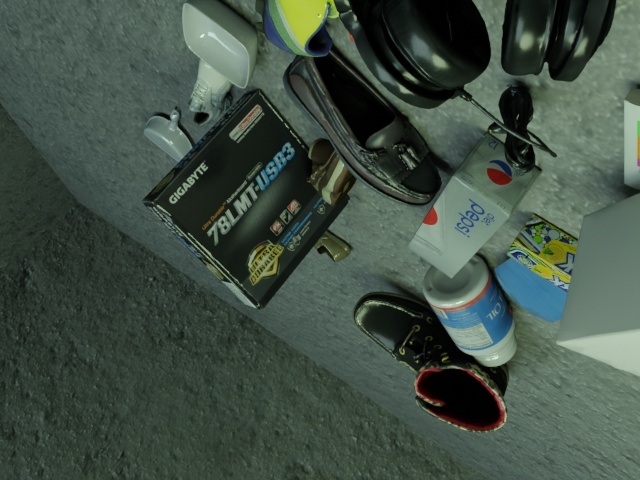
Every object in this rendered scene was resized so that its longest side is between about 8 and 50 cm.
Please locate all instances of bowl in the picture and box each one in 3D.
[{"bbox_3d":[-0.160,-0.335,1.179,0.142,0.053,0.142,37,160,3],"label":"bowl"}]

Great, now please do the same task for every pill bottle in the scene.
[{"bbox_3d":[0.285,0.134,1.315,0.124,0.124,0.221,17,152,47],"label":"pill bottle"}]

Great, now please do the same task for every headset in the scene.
[{"bbox_3d":[0.161,-0.224,0.691,0.243,0.185,0.394,-7,137,24],"label":"headset"}]

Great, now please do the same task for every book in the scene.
[{"bbox_3d":[0.380,-0.098,0.772,0.096,0.035,0.144,26,160,36],"label":"book"}]

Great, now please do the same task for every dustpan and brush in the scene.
[{"bbox_3d":[-0.361,-0.262,1.717,0.147,0.060,0.211,38,168,-2],"label":"dustpan and brush"}]

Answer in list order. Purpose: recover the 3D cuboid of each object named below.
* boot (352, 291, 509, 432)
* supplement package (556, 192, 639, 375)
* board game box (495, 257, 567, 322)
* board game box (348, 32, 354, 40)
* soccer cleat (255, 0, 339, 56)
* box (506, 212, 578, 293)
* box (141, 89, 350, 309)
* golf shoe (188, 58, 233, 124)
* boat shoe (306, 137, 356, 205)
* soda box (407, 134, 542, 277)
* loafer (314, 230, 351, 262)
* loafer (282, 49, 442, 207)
[{"bbox_3d":[0.225,0.245,1.473,0.377,0.138,0.284,33,-169,6],"label":"boot"},{"bbox_3d":[0.415,0.044,0.740,0.177,0.175,0.293,21,163,-10],"label":"supplement package"},{"bbox_3d":[0.364,0.066,1.161,0.133,0.033,0.169,43,156,4],"label":"board game box"},{"bbox_3d":[0.063,-0.310,0.846,0.092,0.043,0.181,27,158,31],"label":"board game box"},{"bbox_3d":[-0.019,-0.335,0.886,0.121,0.093,0.289,26,160,7],"label":"soccer cleat"},{"bbox_3d":[0.365,0.036,1.047,0.168,0.059,0.054,34,162,15],"label":"box"},{"bbox_3d":[-0.128,-0.074,1.335,0.293,0.295,0.073,50,158,-26],"label":"box"},{"bbox_3d":[-0.214,-0.280,1.352,0.069,0.086,0.176,36,159,13],"label":"golf shoe"},{"bbox_3d":[0.017,-0.136,1.244,0.095,0.095,0.257,41,161,5],"label":"boat shoe"},{"bbox_3d":[0.223,-0.042,1.083,0.098,0.091,0.286,37,160,7],"label":"soda box"},{"bbox_3d":[0.000,0.000,1.638,0.148,0.050,0.056,31,159,21],"label":"loafer"},{"bbox_3d":[0.070,-0.170,1.063,0.302,0.109,0.095,43,156,-3],"label":"loafer"}]
